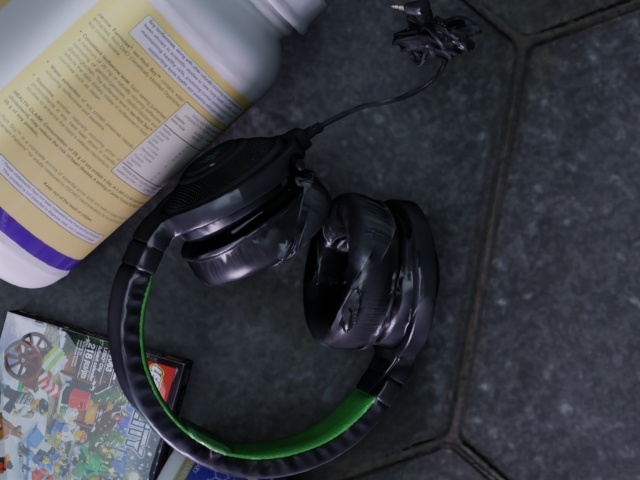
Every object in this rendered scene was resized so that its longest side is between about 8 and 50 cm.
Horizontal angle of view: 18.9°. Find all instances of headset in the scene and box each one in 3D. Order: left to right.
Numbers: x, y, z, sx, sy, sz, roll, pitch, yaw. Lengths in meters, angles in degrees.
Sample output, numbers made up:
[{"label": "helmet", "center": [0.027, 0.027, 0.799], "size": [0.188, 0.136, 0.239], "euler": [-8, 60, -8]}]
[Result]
[{"label": "headset", "center": [0.000, 0.000, 1.497], "size": [0.243, 0.185, 0.394], "euler": [29, 85, -20]}]

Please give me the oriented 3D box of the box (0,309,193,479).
[{"label": "box", "center": [-0.216, 0.191, 1.623], "size": [0.159, 0.044, 0.233], "euler": [16, 92, 7]}]

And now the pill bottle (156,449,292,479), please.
[{"label": "pill bottle", "center": [-0.049, 0.244, 1.570], "size": [0.186, 0.112, 0.112], "euler": [25, 93, 5]}]

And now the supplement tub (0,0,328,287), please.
[{"label": "supplement tub", "center": [-0.183, -0.150, 1.520], "size": [0.331, 0.241, 0.241], "euler": [-41, 86, 5]}]
